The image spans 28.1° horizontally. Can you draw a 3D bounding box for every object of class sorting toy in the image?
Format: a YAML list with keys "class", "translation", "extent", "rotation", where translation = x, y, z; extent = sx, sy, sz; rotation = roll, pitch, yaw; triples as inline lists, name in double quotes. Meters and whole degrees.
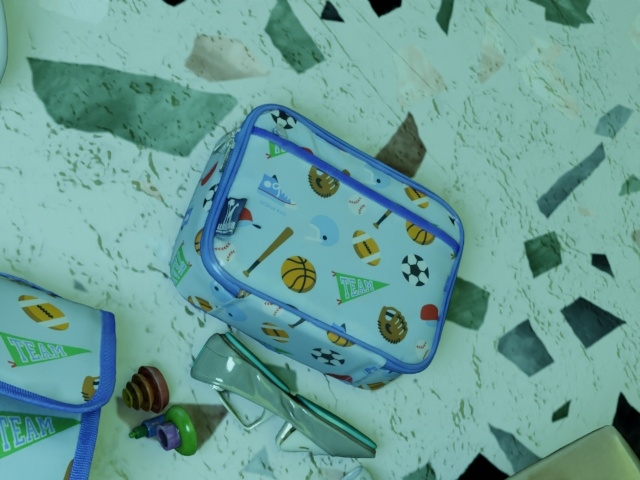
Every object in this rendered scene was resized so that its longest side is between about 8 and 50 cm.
- class: "sorting toy"
  translation: [-0.161, 0.171, 1.227]
  extent: [0.042, 0.061, 0.102]
  rotation: [-19, 61, -32]

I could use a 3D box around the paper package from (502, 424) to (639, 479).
- class: "paper package"
  translation: [0.228, 0.388, 1.204]
  extent: [0.309, 0.168, 0.325]
  rotation: [-29, 74, -3]

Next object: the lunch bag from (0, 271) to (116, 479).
- class: "lunch bag"
  translation: [-0.352, 0.169, 1.020]
  extent: [0.328, 0.239, 0.385]
  rotation: [21, 52, -16]

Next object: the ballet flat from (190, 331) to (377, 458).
- class: "ballet flat"
  translation: [-0.041, 0.175, 1.298]
  extent: [0.213, 0.072, 0.068]
  rotation: [38, 87, -12]

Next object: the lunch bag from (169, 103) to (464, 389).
- class: "lunch bag"
  translation: [0.000, 0.000, 1.342]
  extent: [0.303, 0.115, 0.243]
  rotation: [30, 60, -19]

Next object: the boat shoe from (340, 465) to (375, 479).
- class: "boat shoe"
  translation: [-0.035, 0.301, 1.244]
  extent: [0.258, 0.095, 0.084]
  rotation: [-22, 81, -43]

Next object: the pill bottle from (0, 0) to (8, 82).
- class: "pill bottle"
  translation: [-0.451, -0.179, 1.108]
  extent: [0.323, 0.181, 0.181]
  rotation: [-17, 83, -32]
